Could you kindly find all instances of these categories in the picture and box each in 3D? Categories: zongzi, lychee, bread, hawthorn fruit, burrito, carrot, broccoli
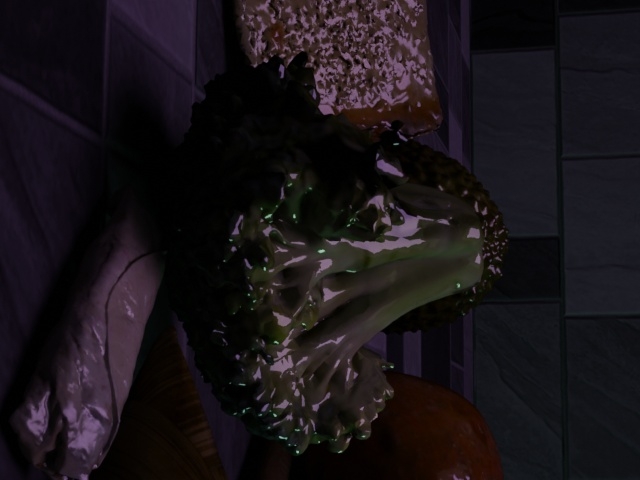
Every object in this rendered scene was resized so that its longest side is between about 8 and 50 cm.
[{"bbox_3d":[-0.138,0.210,0.991,0.286,0.134,0.288,6,83,-79],"label":"zongzi"},{"bbox_3d":[0.095,-0.007,1.768,0.270,0.320,0.269,19,64,-44],"label":"lychee"},{"bbox_3d":[-0.032,-0.220,1.678,0.315,0.279,0.248,-5,93,-34],"label":"bread"},{"bbox_3d":[0.102,0.278,1.645,0.298,0.277,0.276,-8,98,-35],"label":"hawthorn fruit"},{"bbox_3d":[-0.167,0.062,1.060,0.275,0.059,0.082,-77,146,-48],"label":"burrito"},{"bbox_3d":[-0.067,0.306,1.458,0.342,0.070,0.070,-77,160,-52],"label":"carrot"},{"bbox_3d":[0.003,0.008,1.211,0.293,0.281,0.347,131,-52,-70],"label":"broccoli"}]
